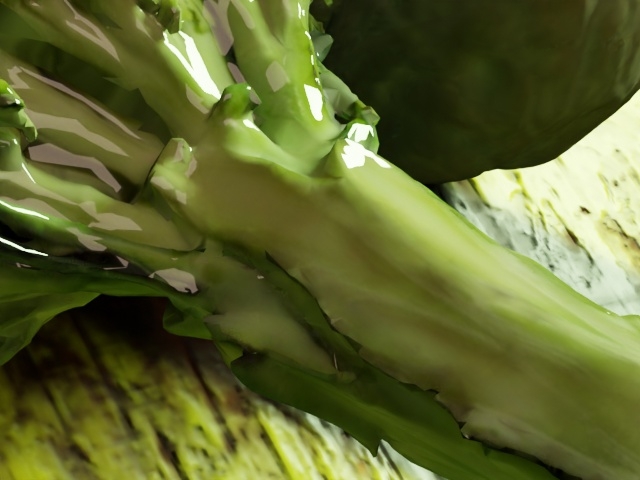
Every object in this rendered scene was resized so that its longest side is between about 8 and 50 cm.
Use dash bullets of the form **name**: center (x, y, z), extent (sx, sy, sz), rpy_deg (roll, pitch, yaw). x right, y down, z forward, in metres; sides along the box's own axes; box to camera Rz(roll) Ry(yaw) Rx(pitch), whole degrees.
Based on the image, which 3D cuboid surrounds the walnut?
- **walnut**: center (0.067, -0.137, 0.896), extent (0.224, 0.224, 0.224), rpy_deg (15, 49, -18)

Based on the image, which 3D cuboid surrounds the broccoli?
- **broccoli**: center (0.009, -0.007, 0.714), extent (0.361, 0.221, 0.252), rpy_deg (19, 33, 5)
